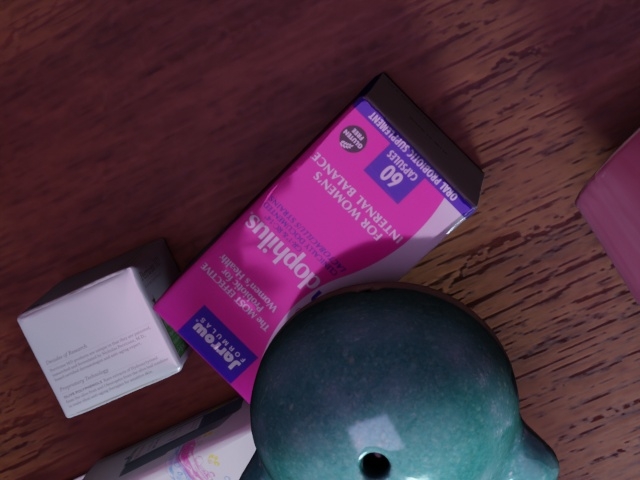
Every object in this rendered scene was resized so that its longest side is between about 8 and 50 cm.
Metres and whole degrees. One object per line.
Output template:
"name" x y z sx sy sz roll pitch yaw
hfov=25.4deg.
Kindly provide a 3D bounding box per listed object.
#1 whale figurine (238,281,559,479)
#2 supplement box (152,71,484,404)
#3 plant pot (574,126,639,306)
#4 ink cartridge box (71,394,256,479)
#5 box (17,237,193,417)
"whale figurine" 0.047 0.166 0.918 0.216 0.141 0.272 -5 102 8
"supplement box" 0.000 0.000 1.022 0.111 0.114 0.220 44 108 -4
"plant pot" 0.278 -0.005 0.944 0.201 0.201 0.180 -45 77 16
"ink cartridge box" -0.056 0.235 1.082 0.353 0.119 0.207 -27 98 14
"box" -0.154 0.063 1.066 0.102 0.101 0.087 -24 99 12
